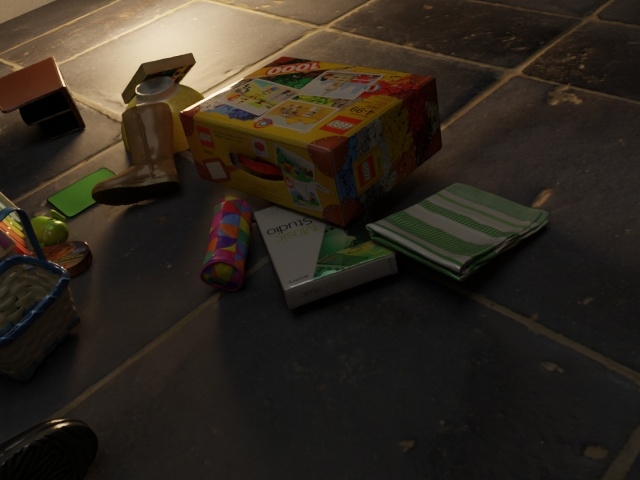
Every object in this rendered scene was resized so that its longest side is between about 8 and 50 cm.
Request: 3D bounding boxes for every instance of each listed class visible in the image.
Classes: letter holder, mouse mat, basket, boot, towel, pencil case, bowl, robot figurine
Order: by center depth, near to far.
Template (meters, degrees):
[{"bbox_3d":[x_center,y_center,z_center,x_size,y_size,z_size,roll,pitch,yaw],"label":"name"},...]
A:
[{"bbox_3d":[-0.646,0.354,1.125,0.445,0.146,0.367,21,48,40],"label":"boot"},{"bbox_3d":[-0.619,0.114,1.270,0.201,0.288,0.254,14,43,22],"label":"basket"},{"bbox_3d":[0.281,-0.034,1.337,0.325,0.038,0.248,-26,39,-38],"label":"towel"},{"bbox_3d":[-0.202,0.006,1.442,0.105,0.104,0.236,-7,38,7],"label":"pencil case"},{"bbox_3d":[-0.673,-0.022,1.624,0.115,0.067,0.101,15,63,28],"label":"robot figurine"},{"bbox_3d":[-0.496,-0.232,1.741,0.236,0.089,0.269,-10,63,-14],"label":"boot"},{"bbox_3d":[-0.639,-0.134,1.798,0.190,0.007,0.153,-36,44,-27],"label":"mouse mat"},{"bbox_3d":[-0.466,-0.389,1.938,0.290,0.156,0.289,-8,39,7],"label":"bowl"},{"bbox_3d":[-0.922,-0.450,2.144,0.215,0.152,0.302,-26,41,-12],"label":"letter holder"}]

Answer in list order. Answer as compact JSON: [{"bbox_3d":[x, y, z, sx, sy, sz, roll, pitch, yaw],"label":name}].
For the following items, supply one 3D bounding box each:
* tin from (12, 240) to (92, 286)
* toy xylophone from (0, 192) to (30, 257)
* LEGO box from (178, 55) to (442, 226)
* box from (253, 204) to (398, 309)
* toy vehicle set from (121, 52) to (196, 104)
[{"bbox_3d":[-0.632,0.056,1.546,0.190,0.040,0.106,-12,35,1],"label":"tin"},{"bbox_3d":[-0.809,-0.060,1.562,0.081,0.236,0.323,-44,34,-5],"label":"toy xylophone"},{"bbox_3d":[-0.025,-0.261,1.564,0.500,0.193,0.372,20,46,39],"label":"LEGO box"},{"bbox_3d":[0.000,0.000,1.402,0.232,0.058,0.322,-19,36,-7],"label":"box"},{"bbox_3d":[-0.506,-0.499,2.034,0.166,0.035,0.267,-23,3,-30],"label":"toy vehicle set"}]
